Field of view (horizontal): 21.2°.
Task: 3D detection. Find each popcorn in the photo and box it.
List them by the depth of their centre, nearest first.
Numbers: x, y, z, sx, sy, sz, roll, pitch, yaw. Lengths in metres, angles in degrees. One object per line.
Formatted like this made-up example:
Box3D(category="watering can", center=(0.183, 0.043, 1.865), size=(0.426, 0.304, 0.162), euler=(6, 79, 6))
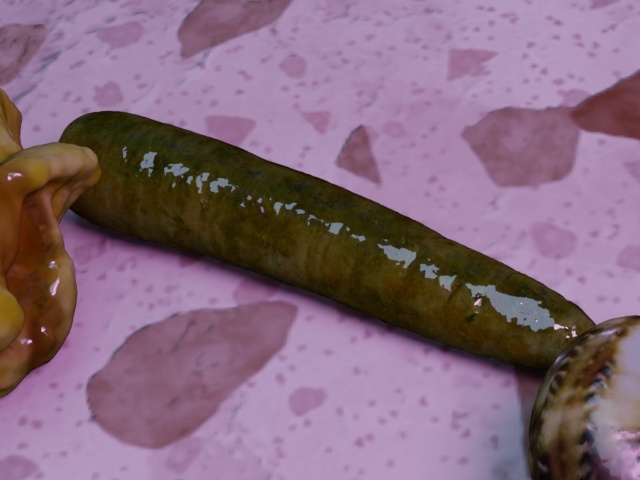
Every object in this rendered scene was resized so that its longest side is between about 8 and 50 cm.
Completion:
Box3D(category="popcorn", center=(-0.260, -0.003, 0.960), size=(0.255, 0.195, 0.256), euler=(5, 40, 12))

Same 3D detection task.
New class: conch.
Box3D(category="conch", center=(0.193, 0.095, 0.826), size=(0.181, 0.124, 0.187), euler=(33, 72, 34))

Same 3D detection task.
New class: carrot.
Box3D(category="carrot", center=(0.000, 0.000, 0.985), size=(0.358, 0.074, 0.074), euler=(20, 56, 23))
